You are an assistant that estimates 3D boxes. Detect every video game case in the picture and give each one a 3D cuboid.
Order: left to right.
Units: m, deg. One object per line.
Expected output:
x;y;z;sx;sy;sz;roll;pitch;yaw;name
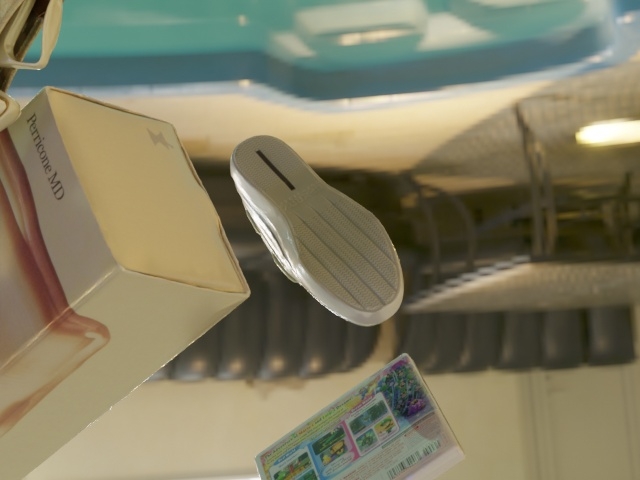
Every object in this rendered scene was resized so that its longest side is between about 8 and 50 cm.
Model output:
0.027;0.171;1.092;0.157;0.019;0.143;-35;-152;4;video game case

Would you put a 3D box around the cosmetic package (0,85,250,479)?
-0.211;0.052;0.935;0.296;0.153;0.129;-40;151;23;cosmetic package

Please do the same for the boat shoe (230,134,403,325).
0.000;0.000;1.179;0.083;0.226;0.076;-24;142;-15;boat shoe

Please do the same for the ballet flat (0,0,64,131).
-0.195;-0.101;0.824;0.052;0.168;0.057;23;180;11;ballet flat
